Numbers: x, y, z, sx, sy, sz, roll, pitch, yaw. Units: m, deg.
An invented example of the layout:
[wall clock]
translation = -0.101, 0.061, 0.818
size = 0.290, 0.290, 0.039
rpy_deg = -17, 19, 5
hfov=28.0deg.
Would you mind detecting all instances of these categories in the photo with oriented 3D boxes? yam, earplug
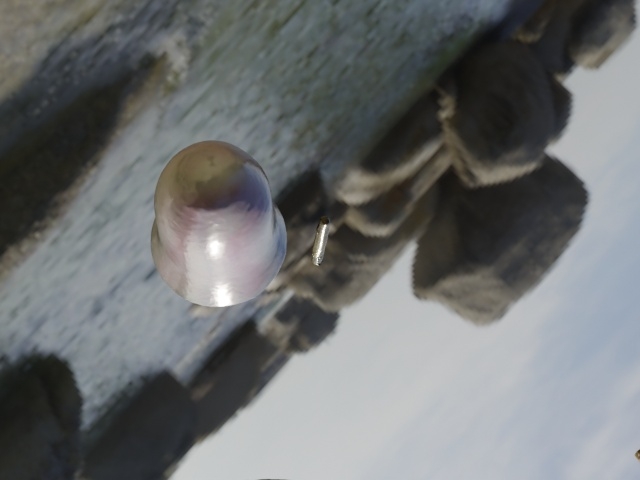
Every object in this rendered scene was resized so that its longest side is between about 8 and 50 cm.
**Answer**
[yam]
translation = 0.000, 0.000, 1.291
size = 0.014, 0.014, 0.107
rpy_deg = -46, 167, -20
[earplug]
translation = -0.124, -0.036, 1.478
size = 0.172, 0.172, 0.301
rpy_deg = -47, 172, -12

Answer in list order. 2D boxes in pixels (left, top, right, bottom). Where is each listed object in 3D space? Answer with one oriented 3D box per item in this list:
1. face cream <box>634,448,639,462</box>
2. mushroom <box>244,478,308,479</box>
[face cream]
translation = 0.430, 0.313, 1.483
size = 0.072, 0.182, 0.051
rpy_deg = -21, 151, -13
[mushroom]
translation = -0.105, 0.281, 1.051
size = 0.278, 0.146, 0.278
rpy_deg = -21, 154, -11
